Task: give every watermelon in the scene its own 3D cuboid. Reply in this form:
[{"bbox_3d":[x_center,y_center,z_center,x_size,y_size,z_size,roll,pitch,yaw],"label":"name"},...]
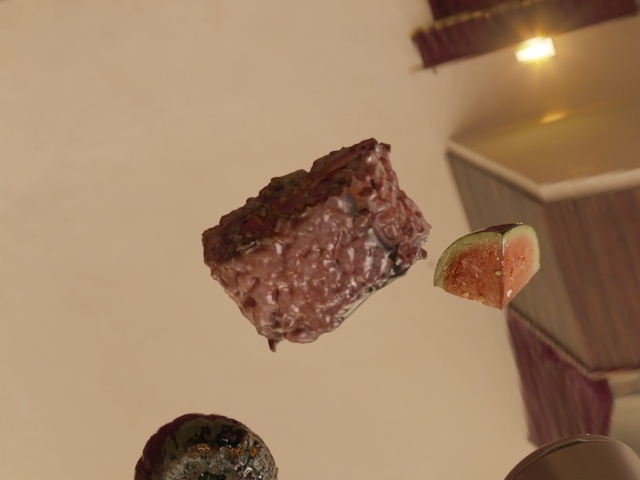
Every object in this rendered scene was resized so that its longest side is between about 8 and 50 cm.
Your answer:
[{"bbox_3d":[0.193,0.031,1.392,0.125,0.094,0.135,-3,155,0],"label":"watermelon"}]

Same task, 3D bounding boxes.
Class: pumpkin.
[{"bbox_3d":[-0.164,0.350,1.772,0.211,0.212,0.152,-17,-166,7],"label":"pumpkin"}]

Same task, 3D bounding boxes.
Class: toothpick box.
[{"bbox_3d":[0.362,0.401,1.479,0.229,0.229,0.316,-20,-146,-4],"label":"toothpick box"}]

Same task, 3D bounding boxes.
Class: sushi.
[{"bbox_3d":[0.000,0.000,1.525,0.270,0.171,0.236,-32,-165,7],"label":"sushi"}]
